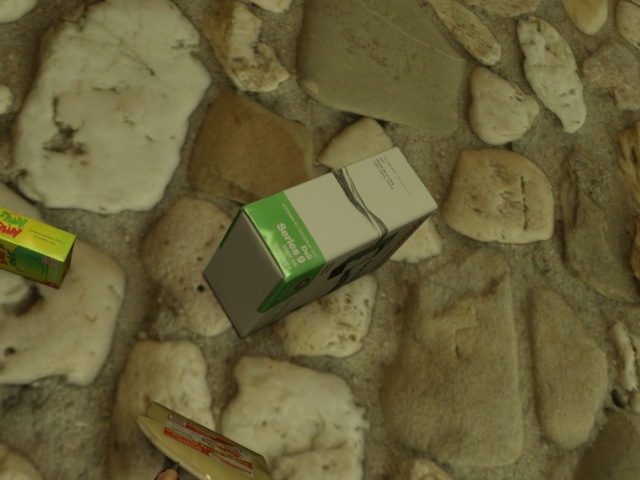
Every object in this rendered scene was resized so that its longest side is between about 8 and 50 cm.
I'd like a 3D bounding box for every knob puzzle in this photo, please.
[{"bbox_3d":[-0.141,0.266,0.871,0.213,0.213,0.030,29,86,-7],"label":"knob puzzle"}]

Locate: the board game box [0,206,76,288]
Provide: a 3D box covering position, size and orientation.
[{"bbox_3d":[-0.419,-0.003,0.938,0.181,0.092,0.043,22,57,-12],"label":"board game box"}]

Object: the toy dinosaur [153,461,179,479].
[{"bbox_3d":[-0.202,0.400,0.745,0.127,0.200,0.296,-2,64,-25],"label":"toy dinosaur"}]

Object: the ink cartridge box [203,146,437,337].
[{"bbox_3d":[0.000,0.000,1.053,0.289,0.211,0.122,-25,74,-33],"label":"ink cartridge box"}]
